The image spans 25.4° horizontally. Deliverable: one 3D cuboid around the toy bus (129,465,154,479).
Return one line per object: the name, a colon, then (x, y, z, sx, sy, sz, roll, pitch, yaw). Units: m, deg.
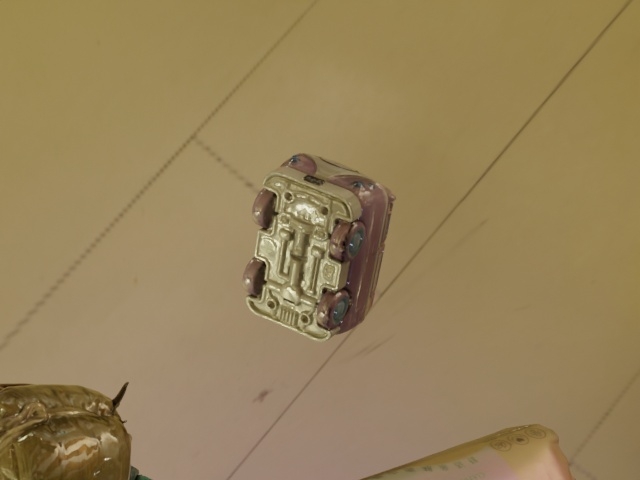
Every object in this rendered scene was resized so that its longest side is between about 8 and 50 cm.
toy bus: (-0.144, 0.262, 1.176, 0.256, 0.147, 0.128, 22, 73, 17)

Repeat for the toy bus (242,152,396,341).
toy bus: (0.000, 0.000, 1.705, 0.142, 0.202, 0.142, 24, 30, 24)

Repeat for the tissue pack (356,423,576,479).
tissue pack: (0.050, 0.247, 1.026, 0.256, 0.215, 0.123, -14, 53, -39)

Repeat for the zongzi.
zongzi: (-0.154, 0.188, 0.707, 0.099, 0.194, 0.197, 12, 43, -33)

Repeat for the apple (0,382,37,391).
apple: (-0.314, 0.225, 1.438, 0.147, 0.156, 0.158, 11, 86, -24)
